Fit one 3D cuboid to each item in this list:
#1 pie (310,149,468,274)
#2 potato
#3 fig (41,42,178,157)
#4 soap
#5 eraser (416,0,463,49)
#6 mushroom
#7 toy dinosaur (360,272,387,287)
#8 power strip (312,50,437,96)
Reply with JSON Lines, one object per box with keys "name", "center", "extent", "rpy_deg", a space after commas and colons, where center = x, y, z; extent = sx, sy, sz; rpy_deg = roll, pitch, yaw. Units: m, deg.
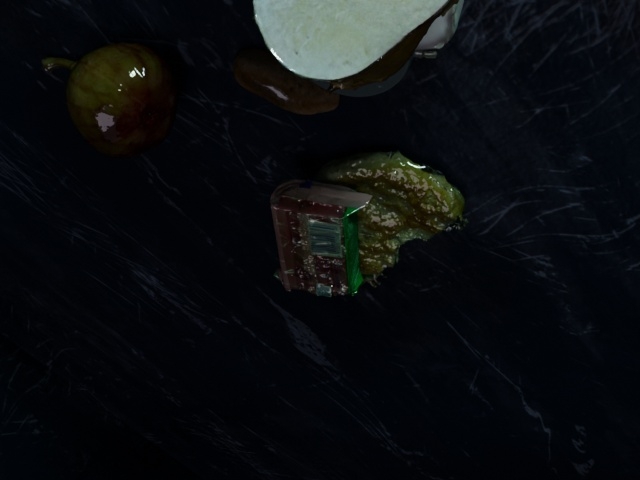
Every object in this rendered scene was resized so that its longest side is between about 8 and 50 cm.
{"name": "pie", "center": [0.111, -0.057, 1.676], "extent": [0.296, 0.078, 0.371], "rpy_deg": [37, 137, -22]}
{"name": "potato", "center": [0.060, -0.346, 1.037], "extent": [0.299, 0.196, 0.246], "rpy_deg": [-39, 94, 18]}
{"name": "fig", "center": [-0.428, -0.299, 1.550], "extent": [0.320, 0.217, 0.217], "rpy_deg": [31, 147, 23]}
{"name": "soap", "center": [-0.001, 0.002, 1.656], "extent": [0.217, 0.098, 0.273], "rpy_deg": [12, 140, 17]}
{"name": "eraser", "center": [0.105, -0.427, 1.172], "extent": [0.331, 0.150, 0.331], "rpy_deg": [12, 139, 11]}
{"name": "mushroom", "center": [-0.066, -0.285, 1.466], "extent": [0.209, 0.094, 0.072], "rpy_deg": [26, 145, -2]}
{"name": "toy dinosaur", "center": [0.108, 0.083, 1.893], "extent": [0.060, 0.029, 0.119], "rpy_deg": [47, 142, -9]}
{"name": "power strip", "center": [0.072, -0.324, 1.384], "extent": [0.253, 0.054, 0.168], "rpy_deg": [-2, 140, 25]}
